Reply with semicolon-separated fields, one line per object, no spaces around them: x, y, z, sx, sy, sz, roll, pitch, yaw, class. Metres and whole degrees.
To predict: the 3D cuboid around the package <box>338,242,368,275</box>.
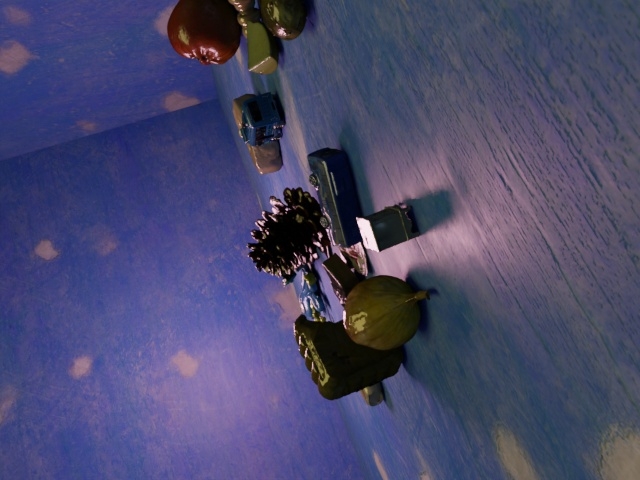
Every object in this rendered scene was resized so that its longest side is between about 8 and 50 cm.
0.074;0.016;1.453;0.239;0.030;0.154;-178;67;-79;package

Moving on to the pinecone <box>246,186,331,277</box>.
-0.100;-0.016;1.636;0.246;0.292;0.246;31;151;19;pinecone

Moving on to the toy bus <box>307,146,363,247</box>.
0.042;-0.101;1.268;0.094;0.079;0.236;10;122;51;toy bus

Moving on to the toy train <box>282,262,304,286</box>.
-0.116;0.080;2.183;0.120;0.194;0.298;46;176;-4;toy train

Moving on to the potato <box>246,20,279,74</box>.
-0.148;-0.562;1.520;0.120;0.081;0.149;-4;89;49;potato

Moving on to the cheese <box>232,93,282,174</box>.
-0.256;-0.425;2.161;0.318;0.115;0.326;178;73;-79;cheese

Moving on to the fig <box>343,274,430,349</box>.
0.145;0.134;1.060;0.257;0.159;0.159;-37;71;62;fig

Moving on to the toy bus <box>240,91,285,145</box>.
-0.208;-0.415;1.864;0.246;0.134;0.113;144;107;-78;toy bus

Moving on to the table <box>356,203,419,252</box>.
0.121;-0.025;0.963;0.079;0.083;0.062;-153;44;-75;table

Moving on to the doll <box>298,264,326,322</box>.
-0.055;0.236;2.372;0.346;0.099;0.341;-117;12;-52;doll

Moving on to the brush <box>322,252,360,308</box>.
0.071;0.134;1.534;0.123;0.059;0.197;53;169;38;brush

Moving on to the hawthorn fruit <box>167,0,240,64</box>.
-0.430;-0.823;2.011;0.277;0.277;0.297;-161;72;-78;hawthorn fruit

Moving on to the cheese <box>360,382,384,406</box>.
0.145;0.455;1.814;0.227;0.065;0.137;-121;17;-54;cheese

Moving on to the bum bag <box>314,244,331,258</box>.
0.000;0.000;1.840;0.159;0.026;0.109;-125;19;-56;bum bag

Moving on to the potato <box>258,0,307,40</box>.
-0.082;-0.494;1.161;0.225;0.090;0.117;-117;4;-71;potato

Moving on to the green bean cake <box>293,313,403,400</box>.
0.069;0.257;1.355;0.124;0.236;0.232;92;154;-58;green bean cake

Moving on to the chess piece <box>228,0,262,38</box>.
-0.216;-0.670;1.567;0.094;0.094;0.170;-121;12;-49;chess piece
